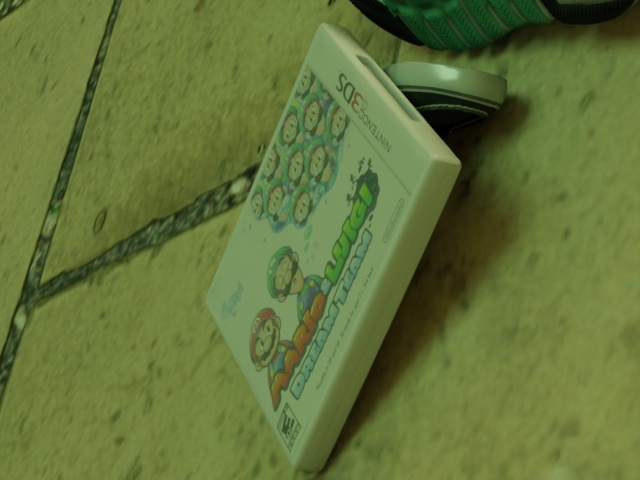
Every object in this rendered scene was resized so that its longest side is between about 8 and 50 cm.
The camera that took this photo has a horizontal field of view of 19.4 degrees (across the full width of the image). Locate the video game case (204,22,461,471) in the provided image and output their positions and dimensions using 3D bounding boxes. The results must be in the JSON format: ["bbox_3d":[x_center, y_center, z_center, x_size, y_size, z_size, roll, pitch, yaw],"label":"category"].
[{"bbox_3d":[0.000,0.000,0.840,0.157,0.019,0.143,-67,30,21],"label":"video game case"}]

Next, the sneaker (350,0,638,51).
[{"bbox_3d":[0.090,-0.145,0.855,0.098,0.083,0.223,-46,29,-21],"label":"sneaker"}]

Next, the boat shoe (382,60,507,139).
[{"bbox_3d":[0.037,-0.056,0.866,0.142,0.049,0.040,-2,78,59],"label":"boat shoe"}]
